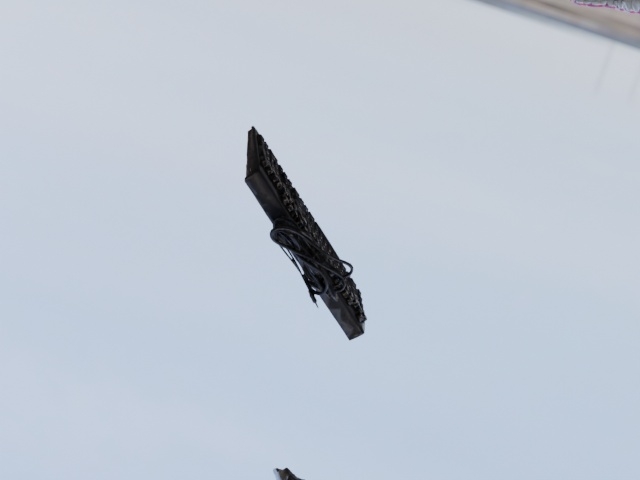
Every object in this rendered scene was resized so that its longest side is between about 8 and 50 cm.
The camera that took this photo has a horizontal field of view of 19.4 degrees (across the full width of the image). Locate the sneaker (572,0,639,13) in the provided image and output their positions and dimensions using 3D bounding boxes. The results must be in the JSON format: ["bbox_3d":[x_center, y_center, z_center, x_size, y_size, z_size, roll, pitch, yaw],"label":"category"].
[{"bbox_3d":[0.215,-0.198,1.286,0.063,0.075,0.170,-3,-169,-13],"label":"sneaker"}]

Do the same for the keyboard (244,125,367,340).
[{"bbox_3d":[0.000,0.000,1.462,0.192,0.038,0.100,56,-160,-35],"label":"keyboard"}]

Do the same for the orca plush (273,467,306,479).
[{"bbox_3d":[0.062,0.277,1.279,0.151,0.102,0.287,3,145,52],"label":"orca plush"}]
